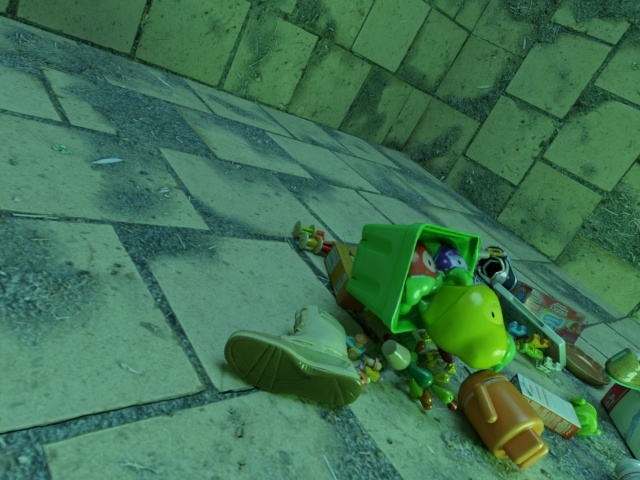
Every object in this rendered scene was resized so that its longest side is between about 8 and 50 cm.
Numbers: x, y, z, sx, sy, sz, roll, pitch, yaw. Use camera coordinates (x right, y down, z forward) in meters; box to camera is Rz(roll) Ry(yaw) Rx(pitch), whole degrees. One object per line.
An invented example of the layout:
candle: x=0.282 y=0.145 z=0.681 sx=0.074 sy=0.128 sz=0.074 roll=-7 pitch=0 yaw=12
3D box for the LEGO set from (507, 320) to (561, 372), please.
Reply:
LEGO set: x=0.626 y=0.329 z=1.480 sx=0.227 sy=0.093 sz=0.087 roll=30 pitch=53 yaw=-10

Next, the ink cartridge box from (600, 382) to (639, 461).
ink cartridge box: x=0.975 y=0.553 z=1.334 sx=0.226 sy=0.131 sz=0.306 roll=28 pitch=23 yaw=-1

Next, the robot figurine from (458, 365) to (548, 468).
robot figurine: x=0.382 y=0.368 z=1.018 sx=0.158 sy=0.128 sz=0.219 roll=2 pitch=32 yaw=-25

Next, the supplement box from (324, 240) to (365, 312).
supplement box: x=0.075 y=0.094 z=1.312 sx=0.078 sy=0.080 sz=0.233 roll=22 pitch=25 yaw=-19

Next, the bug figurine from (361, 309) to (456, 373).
bug figurine: x=0.252 y=0.234 z=1.227 sx=0.279 sy=0.072 sz=0.216 roll=21 pitch=24 yaw=-21

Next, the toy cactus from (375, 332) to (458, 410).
toy cactus: x=0.189 y=0.259 z=1.003 sx=0.180 sy=0.112 sz=0.219 roll=50 pitch=-2 yaw=-43

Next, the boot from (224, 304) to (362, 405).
boot: x=-0.053 y=0.194 z=0.913 sx=0.262 sy=0.095 sz=0.203 roll=21 pitch=22 yaw=-15

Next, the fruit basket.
fruit basket: x=0.293 y=0.115 z=1.105 sx=0.392 sy=0.282 sz=0.392 roll=15 pitch=7 yaw=-2

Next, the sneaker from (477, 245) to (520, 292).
sneaker: x=0.747 y=0.099 z=2.049 sx=0.128 sy=0.126 sz=0.321 roll=30 pitch=23 yaw=-14

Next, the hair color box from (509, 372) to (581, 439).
hair color box: x=0.571 y=0.426 z=1.226 sx=0.167 sy=0.053 sz=0.093 roll=32 pitch=23 yaw=2

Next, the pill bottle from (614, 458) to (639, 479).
pill bottle: x=0.712 y=0.565 z=1.047 sx=0.087 sy=0.087 sz=0.160 roll=31 pitch=22 yaw=3

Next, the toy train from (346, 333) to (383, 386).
toy train: x=0.075 y=0.249 z=1.012 sx=0.125 sy=0.046 sz=0.166 roll=16 pitch=26 yaw=-30

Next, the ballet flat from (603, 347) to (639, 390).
ballet flat: x=0.986 y=0.394 z=1.364 sx=0.343 sy=0.124 sz=0.116 roll=24 pitch=21 yaw=-6

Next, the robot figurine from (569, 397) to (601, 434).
robot figurine: x=0.694 y=0.469 z=1.260 sx=0.115 sy=0.067 sz=0.101 roll=-14 pitch=75 yaw=-60

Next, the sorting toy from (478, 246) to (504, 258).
sorting toy: x=0.591 y=0.016 z=1.985 sx=0.348 sy=0.047 sz=0.196 roll=4 pitch=18 yaw=-6

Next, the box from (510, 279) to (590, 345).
box: x=0.836 y=0.267 z=1.771 sx=0.257 sy=0.122 sz=0.128 roll=27 pitch=9 yaw=-7

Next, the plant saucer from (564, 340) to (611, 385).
plant saucer: x=0.900 y=0.428 z=1.642 sx=0.200 sy=0.037 sz=0.200 roll=24 pitch=23 yaw=-11

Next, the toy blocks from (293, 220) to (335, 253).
toy blocks: x=0.000 y=0.000 z=1.452 sx=0.148 sy=0.054 sz=0.123 roll=17 pitch=25 yaw=-28

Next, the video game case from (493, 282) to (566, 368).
video game case: x=0.698 y=0.283 z=1.591 sx=0.285 sy=0.025 sz=0.204 roll=51 pitch=-2 yaw=43
